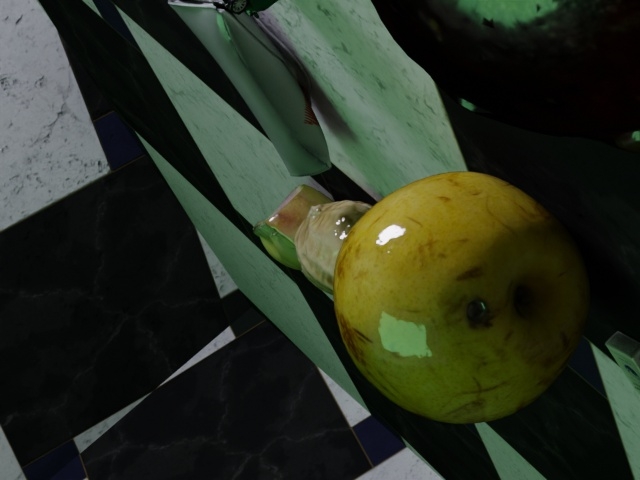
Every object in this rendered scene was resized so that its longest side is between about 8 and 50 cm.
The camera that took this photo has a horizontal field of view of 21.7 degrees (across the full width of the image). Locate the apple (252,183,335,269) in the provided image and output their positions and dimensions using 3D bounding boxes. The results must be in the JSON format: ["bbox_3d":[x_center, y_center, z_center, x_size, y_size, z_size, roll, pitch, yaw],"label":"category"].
[{"bbox_3d":[0.000,0.000,2.617,0.193,0.120,0.265,37,174,-3],"label":"apple"}]

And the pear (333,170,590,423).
[{"bbox_3d":[0.148,0.061,1.753,0.281,0.281,0.281,48,170,11],"label":"pear"}]

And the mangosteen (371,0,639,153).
[{"bbox_3d":[0.143,-0.193,0.773,0.311,0.311,0.311,48,170,11],"label":"mangosteen"}]

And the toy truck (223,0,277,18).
[{"bbox_3d":[-0.100,-0.324,1.923,0.065,0.079,0.147,44,170,35],"label":"toy truck"}]

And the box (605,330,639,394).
[{"bbox_3d":[0.353,0.142,1.840,0.083,0.024,0.054,54,172,-28],"label":"box"}]

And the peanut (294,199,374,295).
[{"bbox_3d":[0.070,0.027,2.343,0.325,0.140,0.153,27,139,62],"label":"peanut"}]

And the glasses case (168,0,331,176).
[{"bbox_3d":[-0.072,-0.219,2.198,0.308,0.083,0.128,55,163,-27],"label":"glasses case"}]
